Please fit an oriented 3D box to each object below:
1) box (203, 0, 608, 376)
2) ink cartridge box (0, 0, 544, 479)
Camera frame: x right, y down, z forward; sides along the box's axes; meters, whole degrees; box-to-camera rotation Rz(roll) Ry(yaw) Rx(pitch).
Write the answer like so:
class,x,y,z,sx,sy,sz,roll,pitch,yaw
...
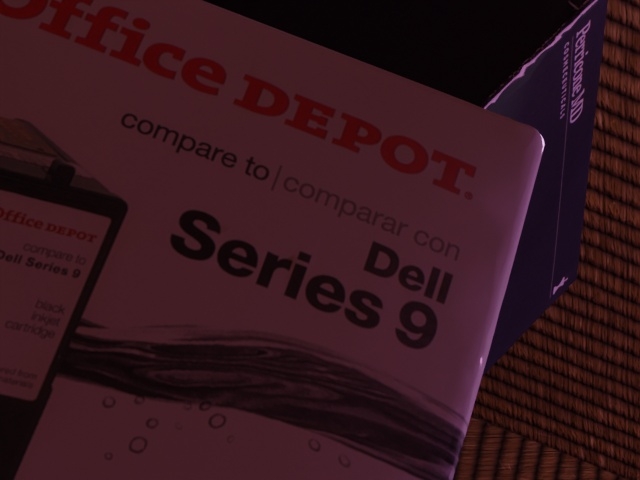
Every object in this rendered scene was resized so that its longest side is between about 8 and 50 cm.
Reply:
class,x,y,z,sx,sy,sz,roll,pitch,yaw
box,0.000,0.000,1.014,0.312,0.179,0.343,-44,156,-19
ink cartridge box,-0.075,0.068,0.512,0.121,0.211,0.289,117,-7,-60
